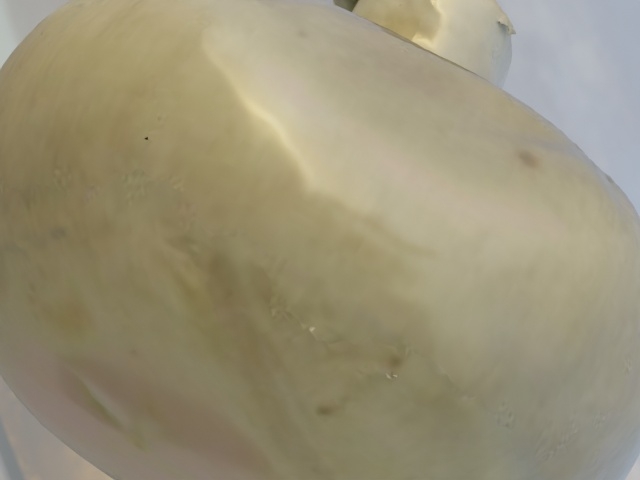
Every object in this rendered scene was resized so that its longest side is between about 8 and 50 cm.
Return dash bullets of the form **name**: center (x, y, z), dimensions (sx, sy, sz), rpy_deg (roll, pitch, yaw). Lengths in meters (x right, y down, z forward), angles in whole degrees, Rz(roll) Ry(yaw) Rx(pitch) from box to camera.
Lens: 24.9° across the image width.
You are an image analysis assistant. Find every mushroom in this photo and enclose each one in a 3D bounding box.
- **mushroom**: center (0.000, 0.000, 0.485), dimensions (0.246, 0.202, 0.246), rpy_deg (22, -16, 7)
